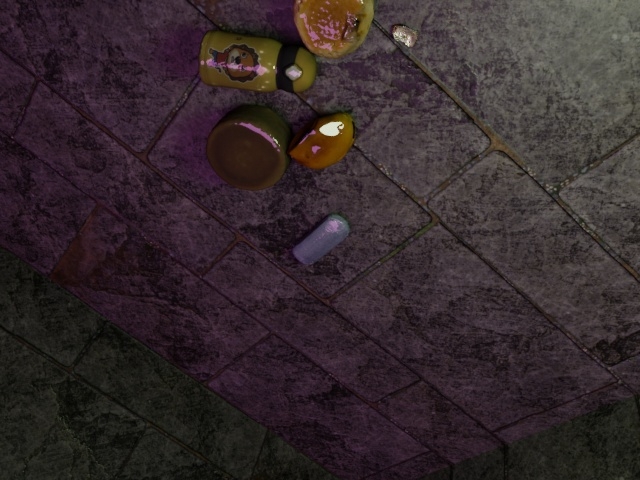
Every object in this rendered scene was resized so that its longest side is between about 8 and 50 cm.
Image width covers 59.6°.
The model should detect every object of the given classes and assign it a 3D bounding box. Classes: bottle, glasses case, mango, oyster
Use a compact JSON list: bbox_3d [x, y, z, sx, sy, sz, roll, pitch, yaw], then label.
[{"bbox_3d":[-0.185,-0.546,1.724,0.351,0.171,0.171,9,128,9],"label":"bottle"},{"bbox_3d":[0.000,0.000,2.152,0.109,0.067,0.282,37,126,-16],"label":"glasses case"},{"bbox_3d":[0.014,-0.332,1.854,0.166,0.136,0.236,33,125,-27],"label":"mango"},{"bbox_3d":[0.246,-0.607,1.641,0.083,0.019,0.054,26,131,-6],"label":"oyster"}]

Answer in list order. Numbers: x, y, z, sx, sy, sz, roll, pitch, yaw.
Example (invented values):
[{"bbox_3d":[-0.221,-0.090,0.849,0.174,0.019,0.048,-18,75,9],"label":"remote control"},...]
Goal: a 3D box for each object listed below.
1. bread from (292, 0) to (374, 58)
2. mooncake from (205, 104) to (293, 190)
[{"bbox_3d":[0.042,-0.652,1.598,0.244,0.134,0.244,8,131,9],"label":"bread"},{"bbox_3d":[-0.236,-0.320,1.922,0.284,0.155,0.284,7,127,9],"label":"mooncake"}]
